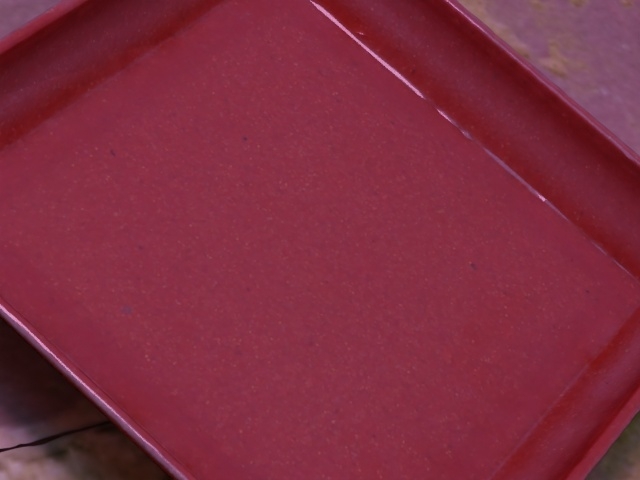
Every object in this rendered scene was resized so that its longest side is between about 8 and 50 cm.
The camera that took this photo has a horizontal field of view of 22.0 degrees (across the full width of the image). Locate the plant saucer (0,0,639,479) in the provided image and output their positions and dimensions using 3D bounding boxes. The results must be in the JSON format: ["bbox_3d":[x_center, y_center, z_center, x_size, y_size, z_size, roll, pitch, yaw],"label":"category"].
[{"bbox_3d":[0.000,0.000,0.617,0.259,0.047,0.258,42,50,8],"label":"plant saucer"}]
